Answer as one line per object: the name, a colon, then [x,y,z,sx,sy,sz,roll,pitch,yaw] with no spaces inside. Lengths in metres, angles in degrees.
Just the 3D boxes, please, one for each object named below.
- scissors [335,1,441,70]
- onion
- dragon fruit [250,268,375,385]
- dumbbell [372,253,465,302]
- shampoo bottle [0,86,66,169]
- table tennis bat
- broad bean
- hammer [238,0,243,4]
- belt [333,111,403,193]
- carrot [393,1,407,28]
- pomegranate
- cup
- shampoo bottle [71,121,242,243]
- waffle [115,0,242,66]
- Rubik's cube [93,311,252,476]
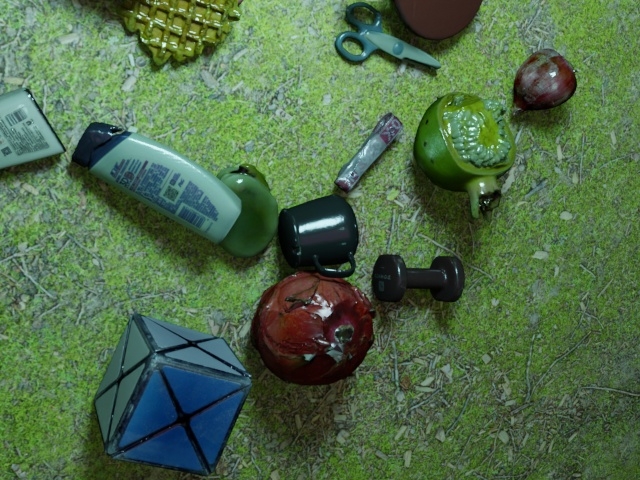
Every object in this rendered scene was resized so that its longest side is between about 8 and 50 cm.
scissors: [0.173,-0.470,1.729,0.289,0.041,0.138,16,99,-24]
onion: [0.576,-0.405,1.882,0.195,0.159,0.159,-41,120,15]
dragon fruit: [-0.016,0.207,1.715,0.295,0.301,0.296,4,82,-28]
dumbbell: [0.258,0.100,1.880,0.225,0.140,0.124,2,88,-24]
shampoo bottle: [-0.669,-0.180,1.408,0.284,0.071,0.153,-29,118,-12]
table tennis bat: [0.241,-0.595,1.637,0.414,0.051,0.268,-14,118,-34]
broad bean: [-0.178,-0.069,1.659,0.169,0.100,0.228,3,116,-18]
hammer: [-0.195,-0.546,1.535,0.043,0.043,0.083,-36,115,-11]
belt: [0.117,-0.216,1.766,0.053,0.071,0.232,42,82,-22]
carrot: [0.189,-0.628,1.674,0.101,0.102,0.263,-20,118,-18]
pomegranate: [0.363,-0.209,1.763,0.260,0.260,0.341,-1,74,-25]
cup: [0.000,0.000,1.690,0.176,0.223,0.169,-8,139,-18]
shampoo bottle: [-0.339,-0.133,1.520,0.359,0.078,0.134,31,111,-15]
waffle: [-0.300,-0.498,1.484,0.243,0.059,0.238,-27,116,-5]
Rubik's cube: [-0.336,0.341,1.612,0.259,0.255,0.260,24,96,-30]
